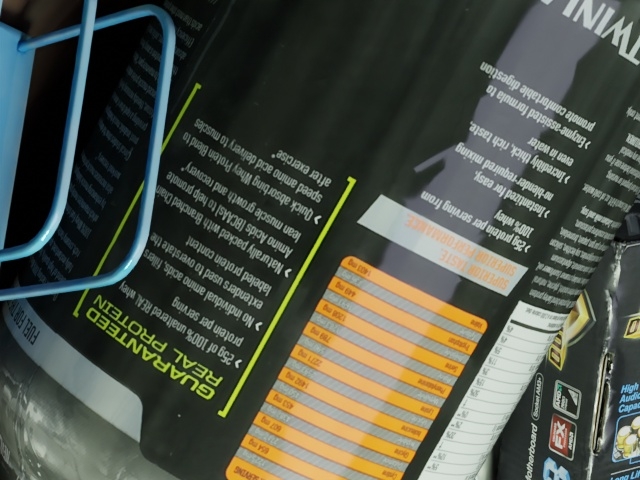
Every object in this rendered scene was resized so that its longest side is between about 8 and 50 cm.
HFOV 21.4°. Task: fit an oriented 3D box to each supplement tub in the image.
[{"bbox_3d":[0.000,0.000,0.693,0.207,0.207,0.338,22,101,-44],"label":"supplement tub"}]

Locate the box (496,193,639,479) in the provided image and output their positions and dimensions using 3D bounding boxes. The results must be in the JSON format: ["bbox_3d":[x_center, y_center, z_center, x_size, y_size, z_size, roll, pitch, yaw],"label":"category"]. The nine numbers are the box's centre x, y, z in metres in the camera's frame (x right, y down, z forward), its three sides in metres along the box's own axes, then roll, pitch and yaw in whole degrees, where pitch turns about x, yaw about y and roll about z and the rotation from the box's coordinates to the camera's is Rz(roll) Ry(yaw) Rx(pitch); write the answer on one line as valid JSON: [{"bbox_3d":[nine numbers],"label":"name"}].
[{"bbox_3d":[0.222,0.109,0.906,0.296,0.073,0.293,-10,113,-35],"label":"box"}]

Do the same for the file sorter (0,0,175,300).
[{"bbox_3d":[-0.147,-0.053,0.587,0.170,0.104,0.118,23,67,-45],"label":"file sorter"}]

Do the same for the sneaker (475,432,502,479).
[{"bbox_3d":[0.072,0.087,0.887,0.091,0.094,0.258,-27,130,-16],"label":"sneaker"}]
